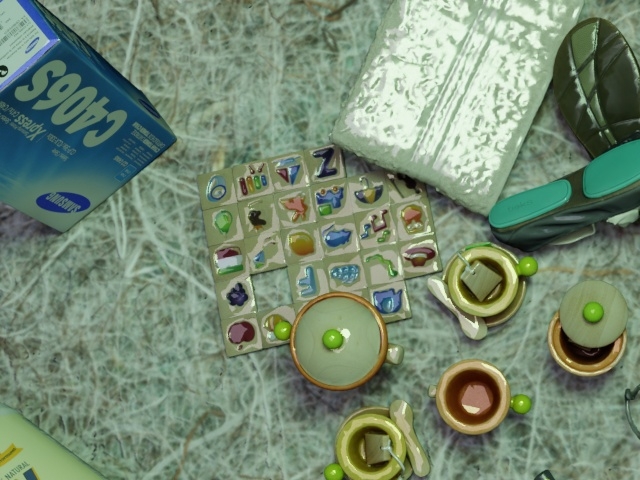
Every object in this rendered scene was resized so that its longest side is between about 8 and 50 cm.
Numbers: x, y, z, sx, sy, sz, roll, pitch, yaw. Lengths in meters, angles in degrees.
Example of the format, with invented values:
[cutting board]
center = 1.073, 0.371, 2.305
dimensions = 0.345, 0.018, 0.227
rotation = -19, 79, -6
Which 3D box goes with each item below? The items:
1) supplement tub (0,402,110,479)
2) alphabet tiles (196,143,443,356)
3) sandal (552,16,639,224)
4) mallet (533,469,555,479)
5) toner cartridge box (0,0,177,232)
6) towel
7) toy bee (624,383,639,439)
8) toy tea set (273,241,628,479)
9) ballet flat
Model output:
[supplement tub]
center = -0.305, 0.301, 1.487
dimensions = 0.324, 0.235, 0.235
rotation = 33, 88, 16
[alphabet tiles]
center = 0.000, 0.000, 1.597
dimensions = 0.237, 0.009, 0.198
rotation = -13, 76, 9
[sandal]
center = 0.301, -0.114, 1.528
dimensions = 0.090, 0.060, 0.219
rotation = -31, 89, 21
[mallet]
center = 0.277, 0.290, 1.467
dimensions = 0.062, 0.039, 0.190
rotation = -34, 70, 6
[toner cartridge box]
center = -0.269, -0.115, 1.502
dimensions = 0.165, 0.348, 0.075
rotation = -38, 75, 3
[towel]
center = 0.144, -0.187, 1.562
dimensions = 0.187, 0.049, 0.282
rotation = 25, 86, 3
[toy bee]
center = 0.391, 0.040, 1.419
dimensions = 0.195, 0.162, 0.298
rotation = 2, 83, -4
[toy tea set]
center = 0.125, 0.104, 1.483
dimensions = 0.336, 0.124, 0.200
rotation = -27, 79, 6
[ballet flat]
center = 0.261, -0.038, 1.495
dimensions = 0.203, 0.074, 0.074
rotation = -24, 74, 30
